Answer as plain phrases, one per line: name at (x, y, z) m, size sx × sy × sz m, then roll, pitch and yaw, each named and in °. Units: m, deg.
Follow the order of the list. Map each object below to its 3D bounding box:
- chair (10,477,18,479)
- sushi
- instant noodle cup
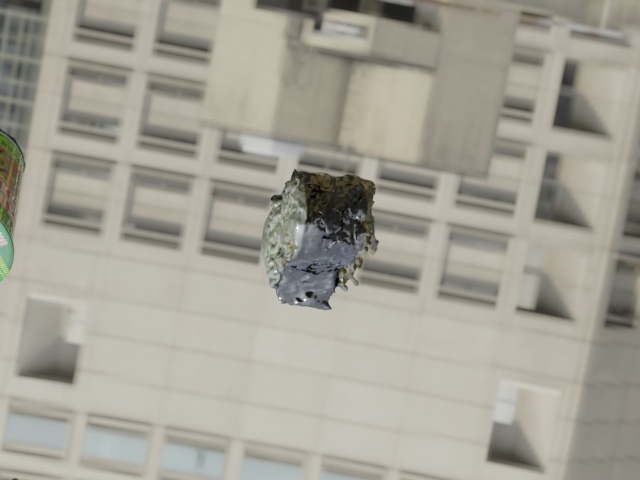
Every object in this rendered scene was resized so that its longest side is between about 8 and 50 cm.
chair at (-0.322, 0.248, 1.211) m, size 0.095 × 0.104 × 0.221 m, roll 33°, pitch -172°, yaw -9°
sushi at (0.000, 0.000, 1.849) m, size 0.115 × 0.147 × 0.212 m, roll 5°, pitch 157°, yaw -14°
instant noodle cup at (-0.558, -0.064, 2.352) m, size 0.207 × 0.207 × 0.232 m, roll 10°, pitch -141°, yaw -6°
